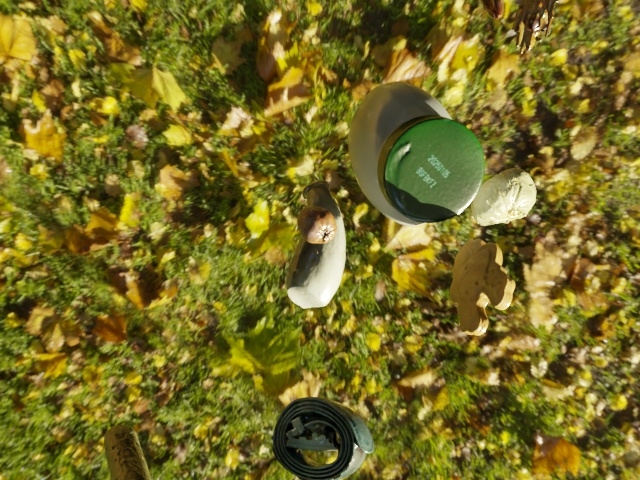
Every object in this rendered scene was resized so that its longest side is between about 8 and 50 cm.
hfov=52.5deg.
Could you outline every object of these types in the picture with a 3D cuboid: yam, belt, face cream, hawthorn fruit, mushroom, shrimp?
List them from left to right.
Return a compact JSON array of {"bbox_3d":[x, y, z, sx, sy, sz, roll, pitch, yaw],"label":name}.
[{"bbox_3d":[-0.346,0.487,1.211,0.083,0.371,0.083,-14,124,-22],"label":"yam"},{"bbox_3d":[-0.016,-0.038,1.143,0.067,0.103,0.067,-20,137,-19],"label":"hawthorn fruit"},{"bbox_3d":[0.000,0.000,1.323,0.103,0.118,0.270,25,68,-43],"label":"mushroom"},{"bbox_3d":[0.010,0.513,1.663,0.267,0.116,0.206,7,78,29],"label":"belt"},{"bbox_3d":[0.184,-0.183,1.406,0.219,0.357,0.312,-15,111,-6],"label":"face cream"},{"bbox_3d":[0.245,-0.343,0.819,0.133,0.053,0.236,-4,82,39],"label":"shrimp"}]

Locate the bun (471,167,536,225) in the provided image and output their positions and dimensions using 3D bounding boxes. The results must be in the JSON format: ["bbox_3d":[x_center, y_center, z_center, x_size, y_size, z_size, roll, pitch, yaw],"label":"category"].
[{"bbox_3d":[0.447,-0.095,1.572,0.164,0.188,0.111,-41,69,24],"label":"bun"}]

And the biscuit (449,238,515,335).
[{"bbox_3d":[0.307,0.077,1.270,0.040,0.236,0.144,32,116,-21],"label":"biscuit"}]
